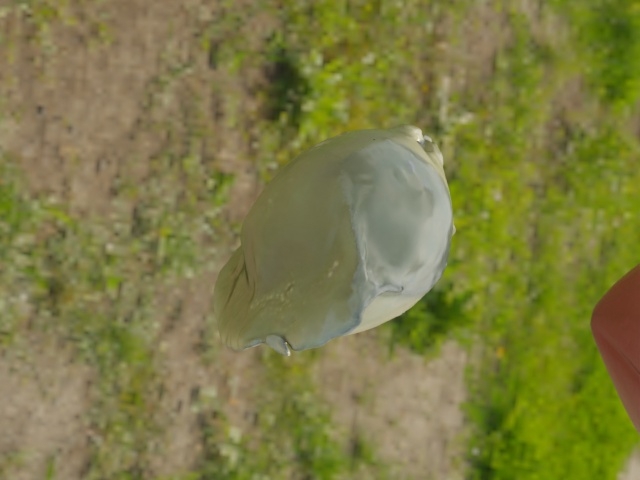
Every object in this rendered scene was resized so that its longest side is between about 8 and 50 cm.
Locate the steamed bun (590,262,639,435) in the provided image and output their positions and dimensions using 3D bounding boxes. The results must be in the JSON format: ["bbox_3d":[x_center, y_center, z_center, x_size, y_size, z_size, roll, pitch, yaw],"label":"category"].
[{"bbox_3d":[0.396,0.108,1.574,0.309,0.309,0.309,7,90,-66],"label":"steamed bun"}]

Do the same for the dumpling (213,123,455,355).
[{"bbox_3d":[0.002,0.002,0.974,0.181,0.155,0.111,-13,84,-65],"label":"dumpling"}]
